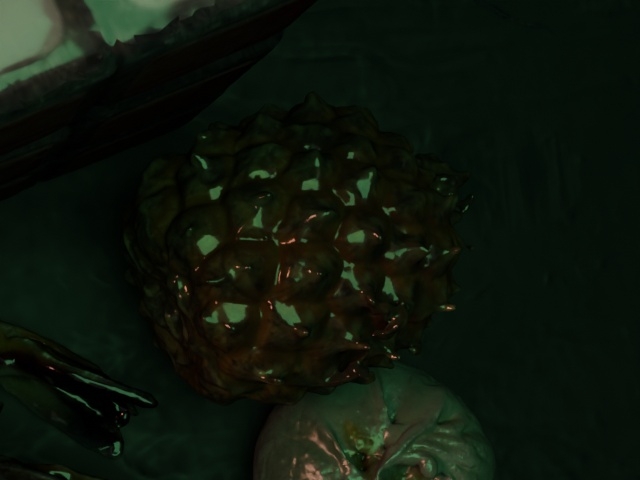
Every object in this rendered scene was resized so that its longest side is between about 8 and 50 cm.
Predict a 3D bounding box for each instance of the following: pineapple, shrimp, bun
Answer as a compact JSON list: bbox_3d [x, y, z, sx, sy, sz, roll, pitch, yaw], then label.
[{"bbox_3d":[0.000,0.000,0.635,0.193,0.166,0.166,-27,94,-21],"label":"pineapple"},{"bbox_3d":[-0.141,0.110,0.593,0.289,0.178,0.075,18,123,-12],"label":"shrimp"},{"bbox_3d":[0.033,0.133,0.673,0.141,0.083,0.141,1,86,-16],"label":"bun"}]

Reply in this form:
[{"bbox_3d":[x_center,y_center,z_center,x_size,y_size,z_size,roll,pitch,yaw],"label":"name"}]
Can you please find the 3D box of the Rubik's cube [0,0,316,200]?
[{"bbox_3d":[-0.210,-0.156,0.499,0.303,0.305,0.301,-25,94,-20],"label":"Rubik's cube"}]
